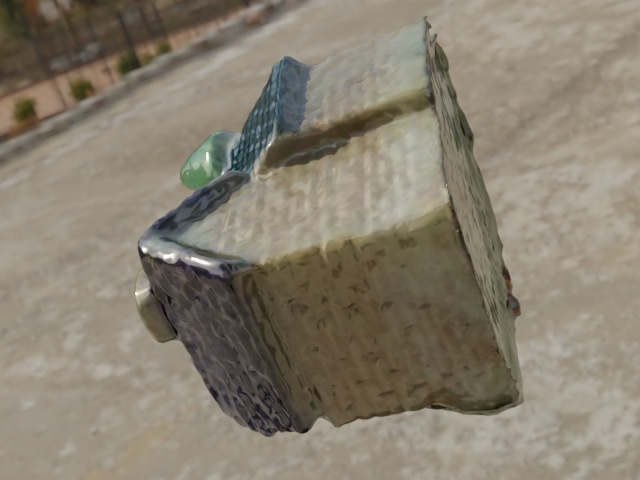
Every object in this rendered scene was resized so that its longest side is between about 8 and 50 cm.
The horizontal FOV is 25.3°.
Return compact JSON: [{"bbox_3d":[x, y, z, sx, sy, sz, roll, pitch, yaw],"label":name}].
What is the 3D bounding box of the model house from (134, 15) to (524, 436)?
[{"bbox_3d":[-0.001,-0.001,1.150,0.284,0.243,0.298,-13,33,10],"label":"model house"}]
